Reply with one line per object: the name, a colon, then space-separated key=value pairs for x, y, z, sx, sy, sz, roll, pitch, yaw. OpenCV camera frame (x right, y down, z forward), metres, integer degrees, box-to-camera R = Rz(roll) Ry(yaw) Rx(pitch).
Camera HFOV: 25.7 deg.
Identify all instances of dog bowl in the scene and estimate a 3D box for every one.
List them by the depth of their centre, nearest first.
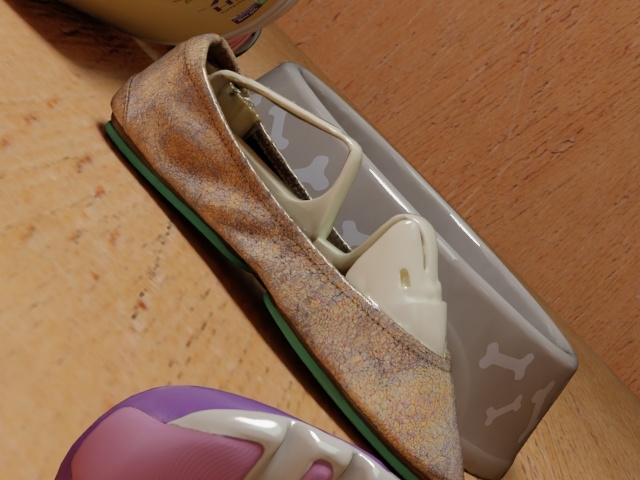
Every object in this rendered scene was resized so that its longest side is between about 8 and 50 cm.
dog bowl: x=0.049 y=0.011 z=1.024 sx=0.349 sy=0.102 sz=0.349 roll=45 pitch=9 yaw=-9

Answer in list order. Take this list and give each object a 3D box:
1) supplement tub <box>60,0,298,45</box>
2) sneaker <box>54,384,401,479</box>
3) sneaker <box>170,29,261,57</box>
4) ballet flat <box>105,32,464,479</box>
supplement tub: x=-0.124 y=-0.276 z=1.045 sx=0.241 sy=0.241 sz=0.331 roll=47 pitch=9 yaw=10
sneaker: x=0.001 y=0.106 z=0.396 sx=0.236 sy=0.095 sz=0.104 roll=45 pitch=0 yaw=-42
sneaker: x=-0.078 y=-0.237 z=1.385 sx=0.319 sy=0.131 sz=0.112 roll=-30 pitch=113 yaw=-77
ballet flat: x=0.000 y=0.000 z=0.807 sx=0.316 sy=0.106 sz=0.107 roll=48 pitch=9 yaw=13
